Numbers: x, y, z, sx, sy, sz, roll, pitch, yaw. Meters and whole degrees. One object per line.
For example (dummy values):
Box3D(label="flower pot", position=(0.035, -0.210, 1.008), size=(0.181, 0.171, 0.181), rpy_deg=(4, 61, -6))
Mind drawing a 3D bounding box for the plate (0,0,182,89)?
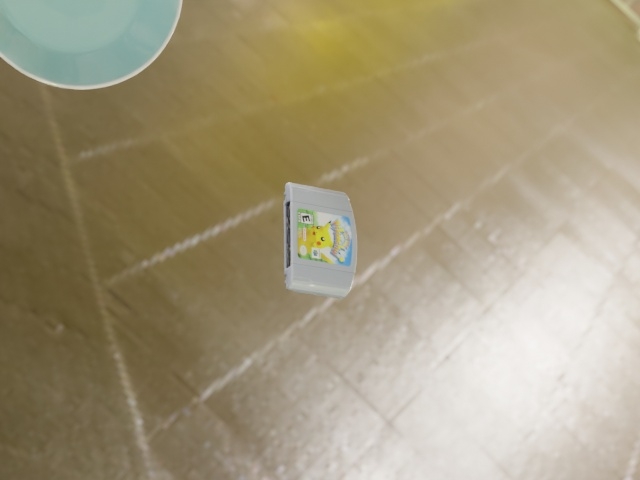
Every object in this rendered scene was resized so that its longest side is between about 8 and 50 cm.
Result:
Box3D(label="plate", position=(-0.197, -0.209, 1.233), size=(0.188, 0.188, 0.024), rpy_deg=(34, -19, -23))

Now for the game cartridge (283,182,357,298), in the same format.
Box3D(label="game cartridge", position=(0.000, 0.000, 1.160), size=(0.056, 0.017, 0.083), rpy_deg=(11, 66, -29))
